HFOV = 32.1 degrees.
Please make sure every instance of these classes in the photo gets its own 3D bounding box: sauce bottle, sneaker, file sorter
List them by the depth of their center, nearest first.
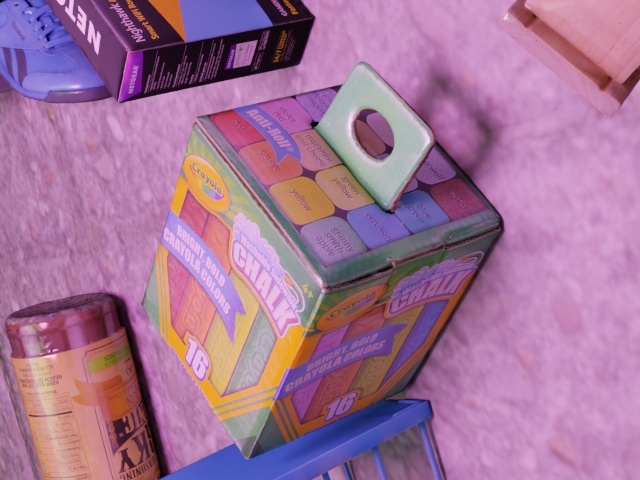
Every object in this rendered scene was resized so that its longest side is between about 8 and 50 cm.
[{"bbox_3d":[-0.015,0.180,0.709,0.118,0.170,0.104,-12,97,56],"label":"file sorter"},{"bbox_3d":[-0.245,-0.177,0.968,0.209,0.069,0.082,32,126,44],"label":"sneaker"},{"bbox_3d":[-0.208,0.224,1.062,0.111,0.111,0.344,1,107,55],"label":"sauce bottle"}]

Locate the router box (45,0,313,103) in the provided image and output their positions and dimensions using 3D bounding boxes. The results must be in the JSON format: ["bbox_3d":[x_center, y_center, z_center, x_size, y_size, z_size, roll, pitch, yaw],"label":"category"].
[{"bbox_3d":[-0.109,-0.171,0.717,0.179,0.133,0.046,51,142,28],"label":"router box"}]

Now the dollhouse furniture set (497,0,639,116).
[{"bbox_3d":[0.189,-0.107,0.389,0.161,0.101,0.182,40,140,3],"label":"dollhouse furniture set"}]

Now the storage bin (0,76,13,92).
[{"bbox_3d":[-0.355,-0.164,1.085,0.091,0.135,0.098,13,115,42],"label":"storage bin"}]

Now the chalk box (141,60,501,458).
[{"bbox_3d":[0.000,0.000,0.638,0.132,0.132,0.213,52,141,27],"label":"chalk box"}]
